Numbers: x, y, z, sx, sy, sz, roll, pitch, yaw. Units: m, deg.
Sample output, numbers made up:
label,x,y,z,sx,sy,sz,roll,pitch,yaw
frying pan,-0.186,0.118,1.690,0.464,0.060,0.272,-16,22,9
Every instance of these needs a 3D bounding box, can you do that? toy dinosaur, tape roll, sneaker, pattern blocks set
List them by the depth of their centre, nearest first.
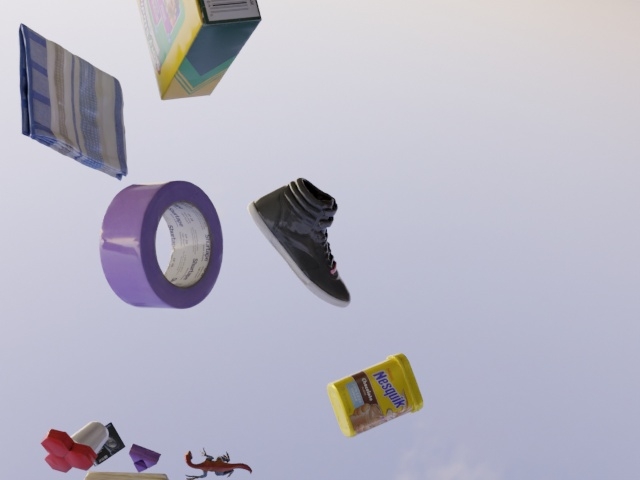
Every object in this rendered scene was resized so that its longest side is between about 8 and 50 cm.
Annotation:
label,x,y,z,sx,sy,sz,roll,pitch,yaw
tape roll,-0.230,0.007,1.318,0.080,0.189,0.189,-1,-168,30
pattern blocks set,-0.267,0.405,1.338,0.285,0.324,0.026,8,-139,11
toy dinosaur,-0.162,0.331,1.343,0.090,0.047,0.082,-14,159,26
sneaker,0.000,0.000,1.809,0.295,0.147,0.104,50,-164,-13

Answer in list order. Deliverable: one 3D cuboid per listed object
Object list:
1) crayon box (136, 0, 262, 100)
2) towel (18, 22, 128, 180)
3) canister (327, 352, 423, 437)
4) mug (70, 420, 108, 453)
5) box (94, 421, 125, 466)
label,x,y,z,sx,sy,sz,roll,pitch,yaw
crayon box,-0.229,-0.458,1.482,0.106,0.362,0.313,-11,172,-23
towel,-0.429,-0.237,1.579,0.034,0.209,0.285,-12,166,19
canister,0.111,0.318,1.836,0.170,0.126,0.073,-19,178,-21
mug,-0.445,0.378,1.713,0.078,0.062,0.064,4,-142,41
box,-0.485,0.454,1.997,0.083,0.018,0.067,-28,-92,-50
